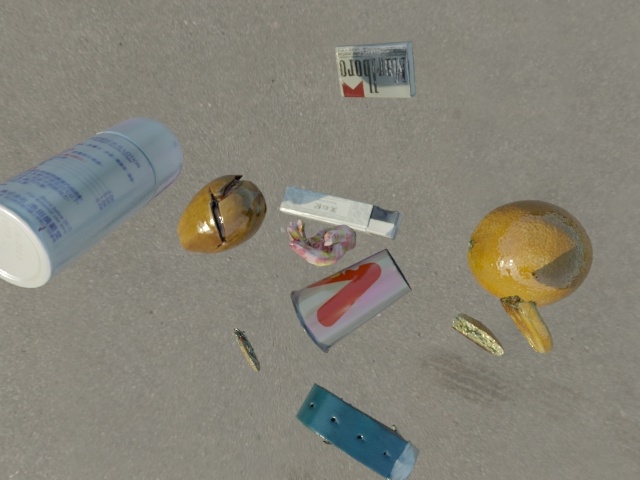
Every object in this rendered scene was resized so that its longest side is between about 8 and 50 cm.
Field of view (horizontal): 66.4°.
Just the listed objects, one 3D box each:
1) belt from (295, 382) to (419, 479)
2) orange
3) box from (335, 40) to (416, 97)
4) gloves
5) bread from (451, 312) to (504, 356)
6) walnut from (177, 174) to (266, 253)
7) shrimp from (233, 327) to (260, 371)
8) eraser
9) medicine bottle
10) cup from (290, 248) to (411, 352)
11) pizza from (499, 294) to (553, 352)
[{"bbox_3d":[0.128,0.677,1.716,0.437,0.300,0.173,27,76,7],"label":"belt"},{"bbox_3d":[0.474,0.030,1.134,0.265,0.264,0.263,0,84,-4],"label":"orange"},{"bbox_3d":[0.122,-0.374,1.078,0.178,0.115,0.036,12,38,33],"label":"box"},{"bbox_3d":[-0.002,0.011,1.265,0.145,0.241,0.126,22,115,31],"label":"gloves"},{"bbox_3d":[0.406,0.240,1.235,0.136,0.154,0.054,41,102,32],"label":"bread"},{"bbox_3d":[-0.305,-0.056,1.444,0.336,0.209,0.208,-38,88,29],"label":"walnut"},{"bbox_3d":[-0.265,0.391,1.766,0.042,0.101,0.190,-29,61,-11],"label":"shrimp"},{"bbox_3d":[0.066,-0.096,1.663,0.405,0.098,0.096,14,86,20],"label":"eraser"},{"bbox_3d":[-0.325,-0.081,0.714,0.131,0.340,0.130,10,125,14],"label":"medicine bottle"},{"bbox_3d":[0.089,0.150,1.334,0.289,0.203,0.202,-31,87,9],"label":"cup"},{"bbox_3d":[0.392,0.149,0.927,0.041,0.131,0.178,-36,117,5],"label":"pizza"}]
